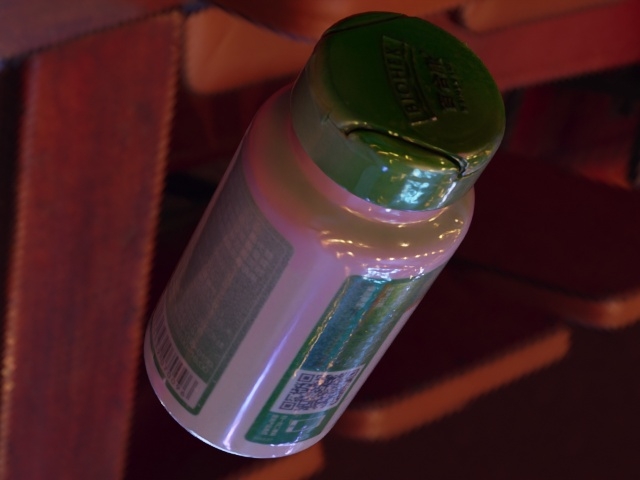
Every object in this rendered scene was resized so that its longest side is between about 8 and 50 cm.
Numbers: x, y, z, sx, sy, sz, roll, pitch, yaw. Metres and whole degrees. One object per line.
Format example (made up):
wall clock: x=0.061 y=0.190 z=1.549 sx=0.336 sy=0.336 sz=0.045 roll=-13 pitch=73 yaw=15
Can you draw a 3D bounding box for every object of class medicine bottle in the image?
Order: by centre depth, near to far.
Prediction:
medicine bottle: x=0.000 y=0.000 z=1.017 sx=0.133 sy=0.133 sz=0.274 roll=-25 pitch=157 yaw=-37
